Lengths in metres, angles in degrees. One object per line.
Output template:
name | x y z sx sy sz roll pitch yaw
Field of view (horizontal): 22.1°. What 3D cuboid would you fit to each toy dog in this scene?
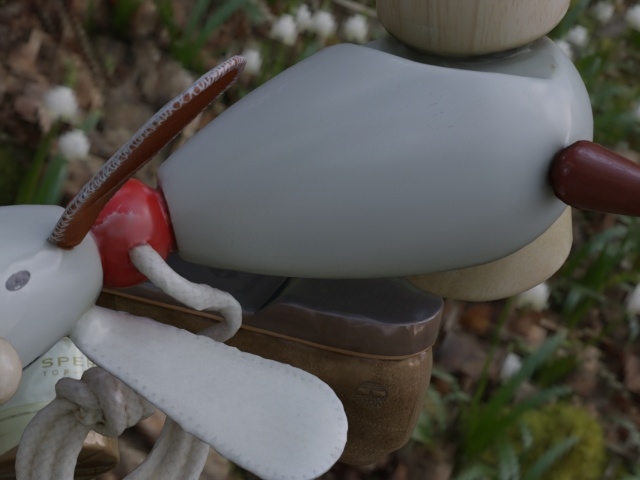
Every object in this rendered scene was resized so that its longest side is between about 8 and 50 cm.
toy dog | 0.000 0.000 0.634 0.161 0.334 0.220 35 -17 50

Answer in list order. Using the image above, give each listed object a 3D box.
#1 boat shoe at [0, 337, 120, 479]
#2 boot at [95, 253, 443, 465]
boat shoe | -0.228 0.114 0.947 0.104 0.285 0.089 20 58 -53
boot | -0.077 0.059 1.024 0.305 0.115 0.112 15 26 21
